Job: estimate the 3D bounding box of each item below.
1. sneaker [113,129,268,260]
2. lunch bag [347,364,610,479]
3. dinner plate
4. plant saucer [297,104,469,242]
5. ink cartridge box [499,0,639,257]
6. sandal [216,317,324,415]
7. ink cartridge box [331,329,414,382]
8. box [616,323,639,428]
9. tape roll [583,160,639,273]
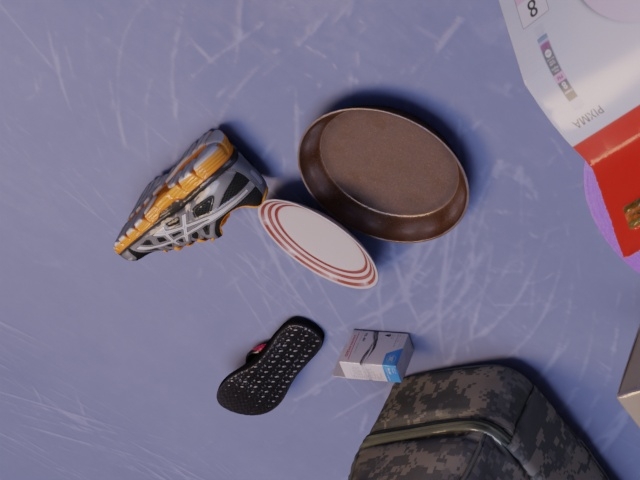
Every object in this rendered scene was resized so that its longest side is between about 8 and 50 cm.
[{"bbox_3d":[-0.137,-0.027,1.411,0.083,0.084,0.215,36,139,-19],"label":"sneaker"},{"bbox_3d":[0.162,0.315,1.478,0.212,0.256,0.305,-14,124,39],"label":"lunch bag"},{"bbox_3d":[0.000,0.000,1.395,0.141,0.017,0.141,27,156,13],"label":"dinner plate"},{"bbox_3d":[0.061,-0.067,1.304,0.168,0.029,0.168,14,138,13],"label":"plant saucer"},{"bbox_3d":[0.234,-0.130,1.009,0.066,0.232,0.189,5,153,-36],"label":"ink cartridge box"},{"bbox_3d":[-0.054,0.141,1.589,0.067,0.040,0.179,32,126,-16],"label":"sandal"},{"bbox_3d":[0.053,0.124,1.498,0.083,0.048,0.028,2,134,26],"label":"ink cartridge box"},{"bbox_3d":[0.428,0.198,1.302,0.148,0.121,0.311,-25,113,41],"label":"box"},{"bbox_3d":[0.354,-0.061,1.111,0.275,0.090,0.275,15,140,13],"label":"tape roll"}]
